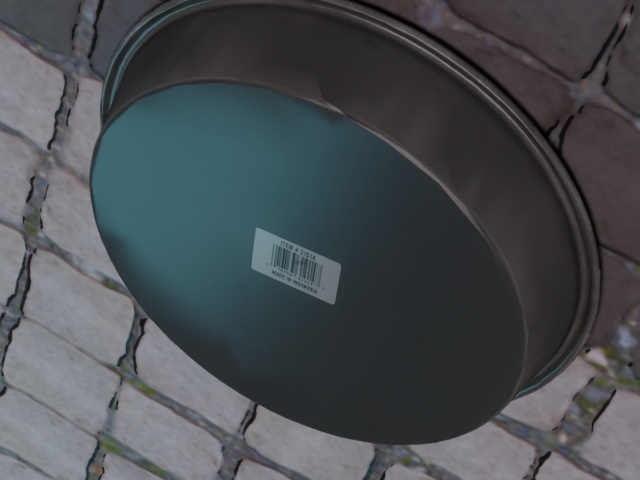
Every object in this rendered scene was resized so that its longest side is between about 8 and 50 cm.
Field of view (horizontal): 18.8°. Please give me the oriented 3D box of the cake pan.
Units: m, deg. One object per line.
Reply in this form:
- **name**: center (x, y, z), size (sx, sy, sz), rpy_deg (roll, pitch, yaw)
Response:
- **cake pan**: center (0.000, 0.000, 1.010), size (0.293, 0.054, 0.293), rpy_deg (20, 139, 18)
